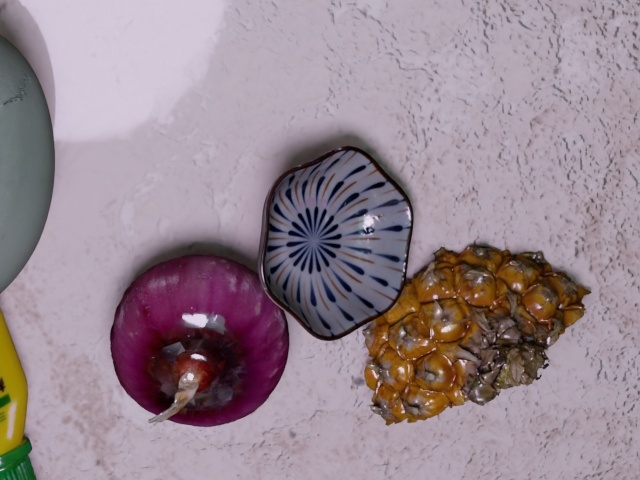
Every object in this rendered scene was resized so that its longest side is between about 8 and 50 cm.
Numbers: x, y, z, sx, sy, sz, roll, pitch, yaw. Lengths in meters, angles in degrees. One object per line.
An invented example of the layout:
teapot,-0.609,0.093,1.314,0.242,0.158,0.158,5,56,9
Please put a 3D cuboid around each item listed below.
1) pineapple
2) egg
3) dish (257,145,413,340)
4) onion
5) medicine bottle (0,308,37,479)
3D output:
pineapple,0.142,0.088,1.859,0.250,0.164,0.139,-30,103,7
egg,-0.343,-0.063,1.711,0.203,0.203,0.282,10,106,-11
dish,0.000,0.000,1.836,0.191,0.066,0.190,-4,97,-35
onion,-0.116,0.098,1.831,0.177,0.153,0.177,-2,99,-15
medicine bottle,-0.332,0.186,1.870,0.111,0.076,0.309,-17,112,0
